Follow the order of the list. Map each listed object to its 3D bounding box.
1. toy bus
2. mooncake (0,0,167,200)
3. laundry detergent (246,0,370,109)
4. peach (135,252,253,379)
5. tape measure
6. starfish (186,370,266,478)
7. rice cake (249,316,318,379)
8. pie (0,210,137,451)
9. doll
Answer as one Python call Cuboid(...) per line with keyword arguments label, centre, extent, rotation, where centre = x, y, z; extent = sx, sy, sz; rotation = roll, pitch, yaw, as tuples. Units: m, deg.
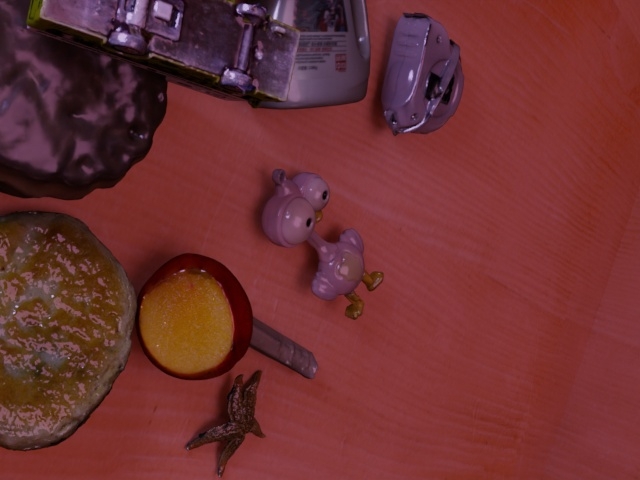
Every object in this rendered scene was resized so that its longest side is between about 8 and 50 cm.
Cuboid(label="toy bus", centre=(-0.177, -0.243, 0.847), extent=(0.301, 0.139, 0.113), rotation=(13, 89, -39))
Cuboid(label="mooncake", centre=(-0.342, -0.206, 0.910), extent=(0.323, 0.187, 0.324), rotation=(-13, 108, -43))
Cuboid(label="laundry detergent", centre=(-0.017, -0.427, 1.228), extent=(0.263, 0.124, 0.398), rotation=(-14, 110, -41))
Cuboid(label="peach", centre=(-0.196, 0.121, 1.154), extent=(0.190, 0.190, 0.192), rotation=(-52, 159, -22))
Cuboid(label="tape measure", centre=(0.212, -0.320, 1.498), extent=(0.197, 0.120, 0.236), rotation=(3, 104, -48))
Cuboid(label="starfish", centre=(-0.151, 0.344, 1.379), extent=(0.208, 0.053, 0.176), rotation=(-61, 146, -5))
Cuboid(label="rice cake", centre=(-0.090, 0.197, 1.381), extent=(0.052, 0.057, 0.256), rotation=(-44, 134, 7))
Cuboid(label="pie", centre=(-0.388, 0.108, 0.990), extent=(0.323, 0.070, 0.324), rotation=(13, 72, -44))
Cuboid(label="doll", centre=(-0.001, 0.000, 1.390), extent=(0.160, 0.094, 0.365), rotation=(-55, 135, -23))
